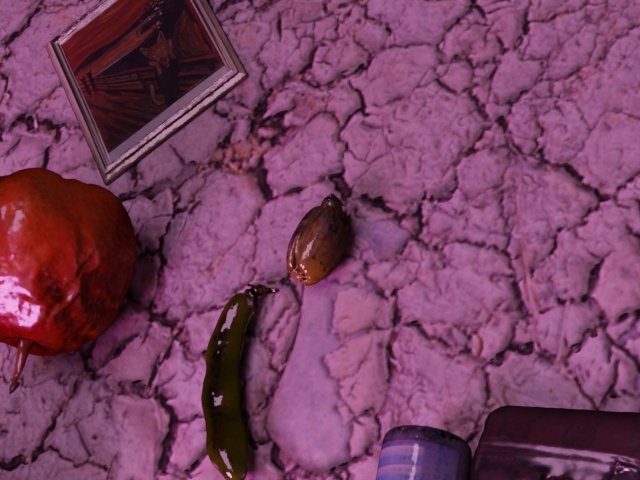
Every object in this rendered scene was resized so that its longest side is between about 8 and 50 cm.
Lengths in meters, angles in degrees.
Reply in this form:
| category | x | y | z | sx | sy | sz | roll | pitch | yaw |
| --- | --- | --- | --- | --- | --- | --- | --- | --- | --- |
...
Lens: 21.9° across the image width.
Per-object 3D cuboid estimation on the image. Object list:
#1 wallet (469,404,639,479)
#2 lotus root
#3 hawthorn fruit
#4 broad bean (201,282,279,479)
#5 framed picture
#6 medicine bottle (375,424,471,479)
| category | x | y | z | sx | sy | sz | roll | pitch | yaw |
| --- | --- | --- | --- | --- | --- | --- | --- | --- | --- |
| wallet | 0.230 | 0.225 | 1.400 | 0.229 | 0.049 | 0.182 | -1 | 60 | 31 |
| lotus root | 0.000 | 0.000 | 1.683 | 0.054 | 0.049 | 0.099 | 7 | 68 | 45 |
| hawthorn fruit | -0.304 | 0.052 | 1.768 | 0.207 | 0.207 | 0.243 | -5 | 65 | 31 |
| broad bean | -0.089 | 0.142 | 1.665 | 0.069 | 0.039 | 0.226 | -6 | 60 | 24 |
| framed picture | -0.217 | -0.219 | 1.981 | 0.216 | 0.016 | 0.273 | -37 | 49 | 9 |
| medicine bottle | 0.079 | 0.268 | 1.448 | 0.083 | 0.083 | 0.203 | -6 | 59 | 31 |
